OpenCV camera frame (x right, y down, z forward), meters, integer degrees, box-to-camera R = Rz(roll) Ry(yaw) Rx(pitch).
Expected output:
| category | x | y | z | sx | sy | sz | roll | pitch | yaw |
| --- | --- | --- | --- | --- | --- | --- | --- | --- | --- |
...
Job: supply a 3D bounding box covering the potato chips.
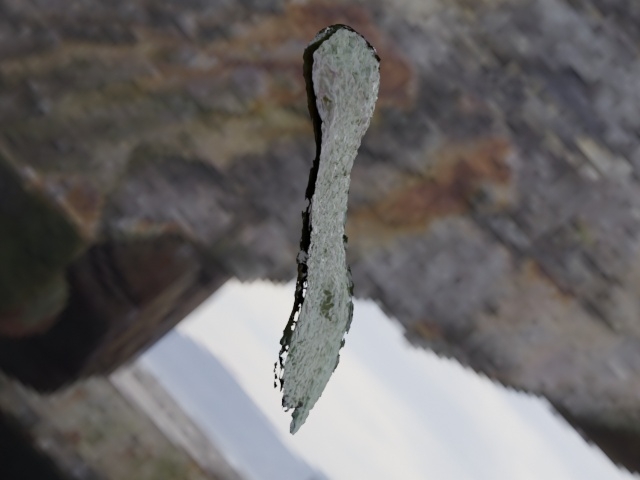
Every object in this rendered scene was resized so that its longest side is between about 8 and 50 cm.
| category | x | y | z | sx | sy | sz | roll | pitch | yaw |
| --- | --- | --- | --- | --- | --- | --- | --- | --- | --- |
| potato chips | 0.000 | 0.000 | 0.954 | 0.026 | 0.142 | 0.209 | 9 | -57 | 11 |
